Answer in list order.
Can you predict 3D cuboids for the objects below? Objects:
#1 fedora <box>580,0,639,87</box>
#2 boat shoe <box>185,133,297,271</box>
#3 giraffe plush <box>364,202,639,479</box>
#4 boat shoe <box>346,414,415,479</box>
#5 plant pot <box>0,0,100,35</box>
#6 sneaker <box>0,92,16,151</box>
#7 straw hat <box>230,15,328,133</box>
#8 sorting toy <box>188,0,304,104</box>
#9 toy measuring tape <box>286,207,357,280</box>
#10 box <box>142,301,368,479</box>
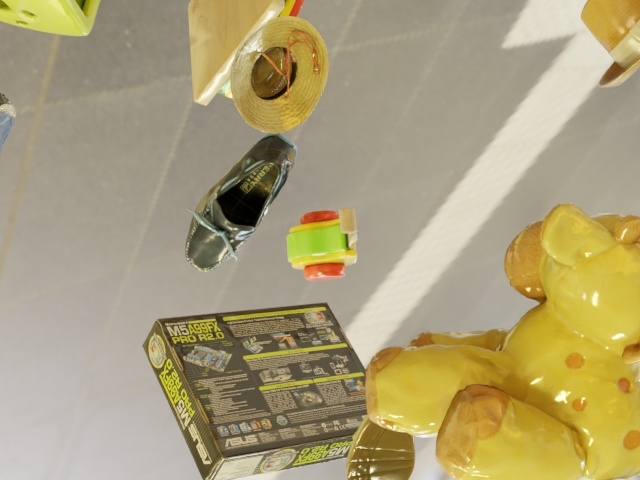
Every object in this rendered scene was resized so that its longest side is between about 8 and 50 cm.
[{"bbox_3d":[0.310,-0.236,1.162,0.194,0.079,0.194,-52,179,-2],"label":"fedora"},{"bbox_3d":[-0.131,-0.049,1.757,0.258,0.109,0.089,-59,-173,30],"label":"boat shoe"},{"bbox_3d":[0.152,0.057,0.744,0.181,0.210,0.170,-6,113,-57],"label":"giraffe plush"},{"bbox_3d":[0.048,0.189,1.004,0.056,0.048,0.153,-3,124,-1],"label":"boat shoe"},{"bbox_3d":[-0.347,-0.364,1.256,0.207,0.227,0.228,4,156,11],"label":"plant pot"},{"bbox_3d":[-0.267,-0.026,0.850,0.080,0.081,0.211,-22,-150,35],"label":"sneaker"},{"bbox_3d":[-0.063,-0.203,1.462,0.145,0.061,0.144,-12,110,-35],"label":"straw hat"},{"bbox_3d":[-0.124,-0.393,2.095,0.089,0.257,0.255,19,134,-29],"label":"sorting toy"},{"bbox_3d":[0.000,0.000,1.912,0.121,0.121,0.330,-34,172,-4],"label":"toy measuring tape"},{"bbox_3d":[-0.063,0.187,1.547,0.270,0.216,0.060,-4,139,-37],"label":"box"}]
